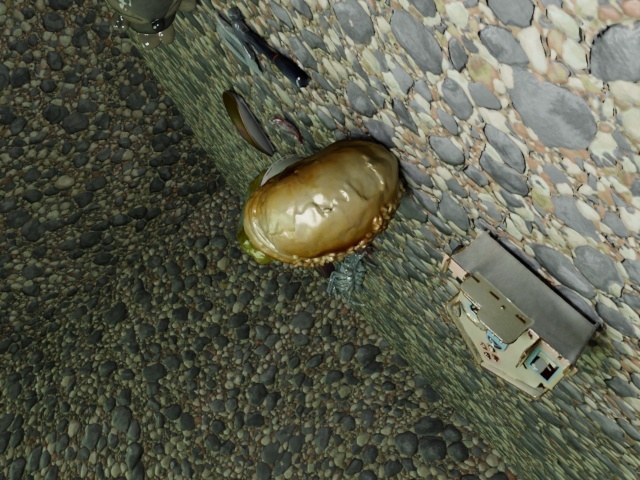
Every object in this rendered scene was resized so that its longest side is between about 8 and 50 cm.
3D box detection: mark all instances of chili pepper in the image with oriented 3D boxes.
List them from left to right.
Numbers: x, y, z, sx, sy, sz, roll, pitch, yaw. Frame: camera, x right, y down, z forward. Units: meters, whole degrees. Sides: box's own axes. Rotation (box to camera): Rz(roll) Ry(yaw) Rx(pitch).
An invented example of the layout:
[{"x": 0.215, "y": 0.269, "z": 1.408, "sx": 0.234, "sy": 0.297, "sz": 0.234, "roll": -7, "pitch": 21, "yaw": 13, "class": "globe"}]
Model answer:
[{"x": -0.104, "y": -0.352, "z": 1.961, "sx": 0.153, "sy": 0.041, "sz": 0.050, "roll": 35, "pitch": -163, "yaw": -21, "class": "chili pepper"}]

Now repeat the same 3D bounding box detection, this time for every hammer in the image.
[{"x": -0.126, "y": -0.465, "z": 1.587, "sx": 0.290, "sy": 0.037, "sz": 0.137, "roll": 45, "pitch": 170, "yaw": 26, "class": "hammer"}]

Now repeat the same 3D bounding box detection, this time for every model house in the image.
[{"x": 0.376, "y": 0.174, "z": 1.298, "sx": 0.326, "sy": 0.169, "sz": 0.244, "roll": 45, "pitch": 159, "yaw": 23, "class": "model house"}]

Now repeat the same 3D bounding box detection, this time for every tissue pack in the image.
[{"x": -0.236, "y": -0.554, "z": 1.780, "sx": 0.193, "sy": 0.026, "sz": 0.122, "roll": 48, "pitch": 172, "yaw": 9, "class": "tissue pack"}]

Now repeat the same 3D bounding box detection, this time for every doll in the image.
[{"x": -0.528, "y": -0.741, "z": 1.740, "sx": 0.379, "sy": 0.252, "sz": 0.382, "roll": 49, "pitch": 165, "yaw": 0, "class": "doll"}]

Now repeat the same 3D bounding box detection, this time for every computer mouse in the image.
[{"x": -0.277, "y": -0.431, "z": 2.379, "sx": 0.158, "sy": 0.071, "sz": 0.310, "roll": 43, "pitch": 170, "yaw": 45, "class": "computer mouse"}]

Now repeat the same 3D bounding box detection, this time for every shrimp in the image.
[{"x": 0.123, "y": 0.124, "z": 2.387, "sx": 0.166, "sy": 0.221, "sz": 0.411, "roll": 55, "pitch": 152, "yaw": 37, "class": "shrimp"}]

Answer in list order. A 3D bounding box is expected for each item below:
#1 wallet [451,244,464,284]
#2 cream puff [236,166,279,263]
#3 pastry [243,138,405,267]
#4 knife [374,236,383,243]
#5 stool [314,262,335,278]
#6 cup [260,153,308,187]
[{"x": 0.429, "y": 0.146, "z": 1.450, "sx": 0.321, "sy": 0.044, "sz": 0.170, "roll": 43, "pitch": 167, "yaw": 33, "class": "wallet"}, {"x": -0.126, "y": -0.082, "z": 2.280, "sx": 0.275, "sy": 0.379, "sz": 0.378, "roll": 18, "pitch": -174, "yaw": -26, "class": "cream puff"}, {"x": 0.013, "y": -0.080, "z": 1.501, "sx": 0.245, "sy": 0.409, "sz": 0.409, "roll": 61, "pitch": 169, "yaw": -12, "class": "pastry"}, {"x": 0.095, "y": -0.093, "z": 2.100, "sx": 0.132, "sy": 0.038, "sz": 0.398, "roll": 57, "pitch": 170, "yaw": -30, "class": "knife"}, {"x": 0.000, "y": 0.000, "z": 2.495, "sx": 0.272, "sy": 0.178, "sz": 0.272, "roll": 47, "pitch": 171, "yaw": 10, "class": "stool"}, {"x": -0.017, "y": -0.134, "z": 1.898, "sx": 0.253, "sy": 0.253, "sz": 0.274, "roll": 53, "pitch": 162, "yaw": -24, "class": "cup"}]
